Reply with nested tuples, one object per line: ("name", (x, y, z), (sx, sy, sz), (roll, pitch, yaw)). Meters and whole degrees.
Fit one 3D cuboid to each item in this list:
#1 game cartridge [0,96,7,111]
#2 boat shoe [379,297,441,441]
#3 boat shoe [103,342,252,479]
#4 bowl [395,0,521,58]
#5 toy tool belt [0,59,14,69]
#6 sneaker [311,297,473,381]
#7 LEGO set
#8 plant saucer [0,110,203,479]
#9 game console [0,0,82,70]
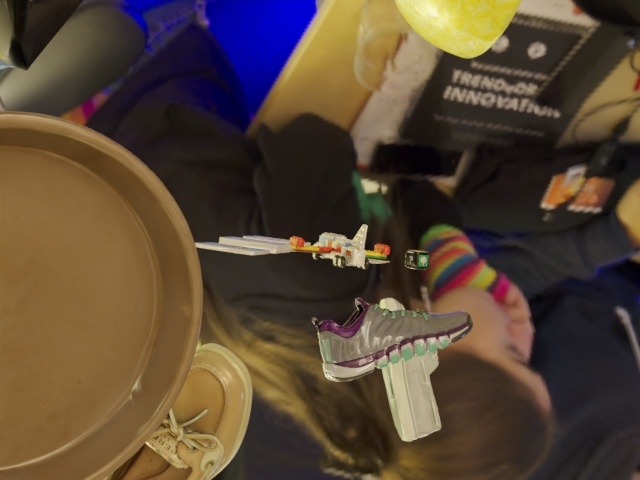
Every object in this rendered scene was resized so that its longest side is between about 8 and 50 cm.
("game cartridge", (-0.619, -0.218, 1.652), (0.230, 0.355, 0.068), (-35, 160, 15))
("boat shoe", (0.140, 0.193, 1.607), (0.081, 0.079, 0.227), (-12, 100, -11))
("boat shoe", (-0.165, 0.235, 1.097), (0.104, 0.089, 0.285), (35, 110, 15))
("bowl", (0.154, -0.391, 1.330), (0.156, 0.289, 0.289), (11, 137, -15))
("toy tool belt", (-0.308, -0.187, 1.041), (0.083, 0.051, 0.052), (-8, 154, 8))
("sneaker", (0.100, 0.113, 1.412), (0.224, 0.098, 0.083), (-18, -178, -19))
("LEGO set", (0.000, 0.000, 1.227), (0.244, 0.060, 0.182), (8, -176, 21))
("plant saucer", (-0.213, 0.050, 0.706), (0.278, 0.041, 0.278), (-7, 104, -29))
("game console", (-0.139, -0.282, 0.690), (0.044, 0.361, 0.213), (18, 129, -3))
